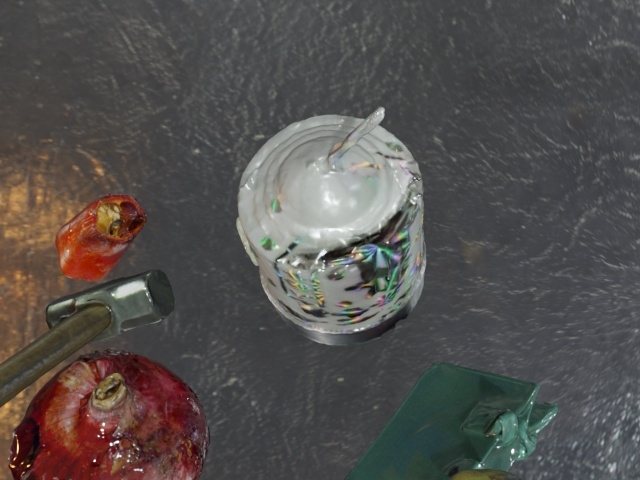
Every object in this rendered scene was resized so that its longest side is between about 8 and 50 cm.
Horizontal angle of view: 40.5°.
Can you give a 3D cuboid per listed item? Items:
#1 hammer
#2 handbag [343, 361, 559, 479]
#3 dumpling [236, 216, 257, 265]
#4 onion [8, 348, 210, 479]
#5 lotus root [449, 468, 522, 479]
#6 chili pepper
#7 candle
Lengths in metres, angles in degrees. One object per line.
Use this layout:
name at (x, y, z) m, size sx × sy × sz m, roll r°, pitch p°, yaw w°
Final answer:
hammer at (-0.227, 0.106, 0.602) m, size 0.111 × 0.365 × 0.044 m, roll -16°, pitch 102°, yaw 22°
handbag at (0.151, 0.313, 1.179) m, size 0.326 × 0.238 × 0.089 m, roll -47°, pitch 108°, yaw -21°
dumpling at (0.000, 0.000, 1.275) m, size 0.172 × 0.247 × 0.142 m, roll -41°, pitch 35°, yaw 24°
onion at (-0.263, 0.240, 1.092) m, size 0.252 × 0.252 × 0.219 m, roll 27°, pitch 138°, yaw 22°
lotus root at (0.144, 0.221, 0.735) m, size 0.049 × 0.099 × 0.054 m, roll -19°, pitch 65°, yaw 53°
chili pepper at (-0.298, 0.008, 1.117) m, size 0.192 × 0.086 × 0.084 m, roll -33°, pitch 41°, yaw 41°
candle at (0.016, -0.026, 0.859) m, size 0.187 × 0.330 × 0.188 m, roll -3°, pitch 63°, yaw 5°
